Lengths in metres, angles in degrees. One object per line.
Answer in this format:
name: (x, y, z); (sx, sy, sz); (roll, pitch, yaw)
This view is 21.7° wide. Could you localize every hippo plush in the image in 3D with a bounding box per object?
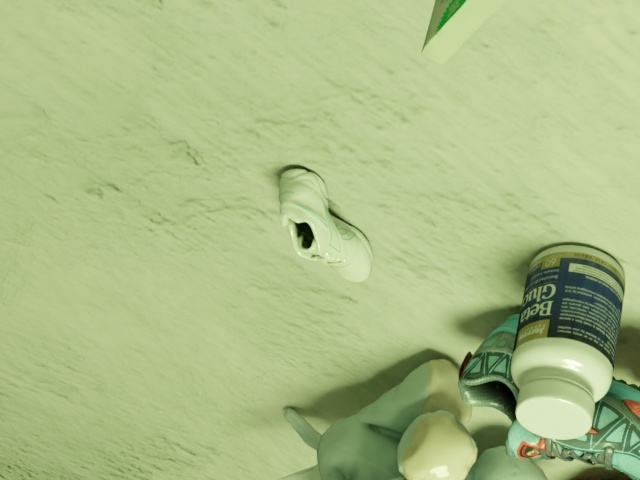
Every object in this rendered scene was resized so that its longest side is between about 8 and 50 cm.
hippo plush: (0.113, 0.294, 1.791); (0.236, 0.234, 0.294); (38, 138, -25)

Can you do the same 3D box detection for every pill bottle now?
pill bottle: (0.227, 0.096, 1.544); (0.094, 0.169, 0.094); (10, 143, 8)

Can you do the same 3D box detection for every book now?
book: (0.119, -0.207, 1.214); (0.035, 0.144, 0.096); (27, 141, -14)

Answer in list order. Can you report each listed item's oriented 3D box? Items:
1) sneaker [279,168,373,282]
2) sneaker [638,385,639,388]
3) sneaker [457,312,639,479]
sneaker: (0.000, 0.000, 1.597); (0.054, 0.061, 0.152); (-12, 136, 30)
sneaker: (0.437, 0.210, 1.688); (0.279, 0.107, 0.118); (37, 145, -10)
sneaker: (0.237, 0.185, 1.599); (0.262, 0.125, 0.104); (37, 153, 38)
